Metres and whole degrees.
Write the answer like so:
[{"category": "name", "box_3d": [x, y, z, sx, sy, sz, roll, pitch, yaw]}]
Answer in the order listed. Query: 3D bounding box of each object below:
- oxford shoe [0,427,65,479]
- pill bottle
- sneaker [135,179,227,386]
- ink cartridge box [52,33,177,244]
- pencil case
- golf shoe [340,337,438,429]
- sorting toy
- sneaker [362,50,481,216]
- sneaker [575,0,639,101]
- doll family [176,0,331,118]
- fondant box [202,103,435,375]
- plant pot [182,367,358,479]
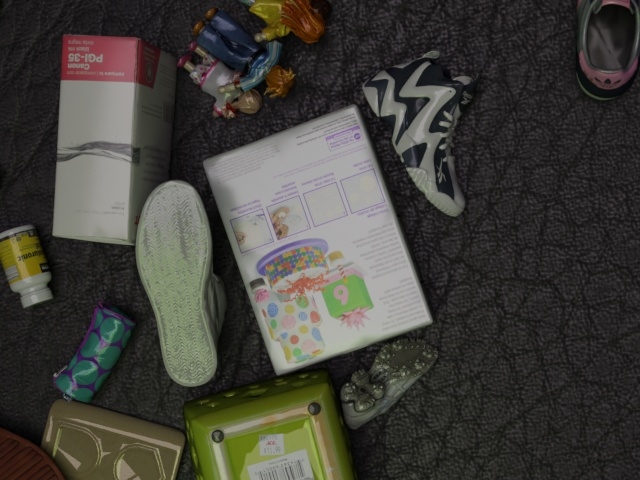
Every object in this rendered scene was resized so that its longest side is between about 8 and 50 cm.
[{"category": "oxford shoe", "box_3d": [-0.498, 0.359, 1.925, 0.397, 0.140, 0.146, 42, 132, 16]}, {"category": "pill bottle", "box_3d": [-0.440, 0.039, 1.950, 0.065, 0.065, 0.116, -20, 88, 7]}, {"category": "sneaker", "box_3d": [-0.195, 0.042, 1.862, 0.108, 0.169, 0.293, -3, 106, 1]}, {"category": "ink cartridge box", "box_3d": [-0.290, -0.137, 1.860, 0.117, 0.207, 0.283, 4, 90, 8]}, {"category": "pencil case", "box_3d": [-0.336, 0.167, 1.937, 0.070, 0.064, 0.152, 30, 93, -19]}, {"category": "golf shoe", "box_3d": [0.095, 0.205, 1.873, 0.176, 0.086, 0.069, -30, 55, -30]}, {"category": "sorting toy", "box_3d": [-0.280, 0.382, 1.946, 0.307, 0.041, 0.229, 15, 87, 7]}, {"category": "sneaker", "box_3d": [0.180, -0.164, 1.859, 0.153, 0.094, 0.235, -32, 76, 14]}, {"category": "sneaker", "box_3d": [0.413, -0.358, 1.813, 0.112, 0.131, 0.319, 0, 90, 7]}, {"category": "doll family", "box_3d": [-0.088, -0.292, 1.880, 0.163, 0.118, 0.263, 37, 94, 6]}, {"category": "fondant box", "box_3d": [0.000, 0.000, 1.881, 0.238, 0.096, 0.330, -20, 87, 7]}, {"category": "plant pot", "box_3d": [-0.063, 0.312, 1.814, 0.228, 0.207, 0.227, -14, 87, -6]}]
